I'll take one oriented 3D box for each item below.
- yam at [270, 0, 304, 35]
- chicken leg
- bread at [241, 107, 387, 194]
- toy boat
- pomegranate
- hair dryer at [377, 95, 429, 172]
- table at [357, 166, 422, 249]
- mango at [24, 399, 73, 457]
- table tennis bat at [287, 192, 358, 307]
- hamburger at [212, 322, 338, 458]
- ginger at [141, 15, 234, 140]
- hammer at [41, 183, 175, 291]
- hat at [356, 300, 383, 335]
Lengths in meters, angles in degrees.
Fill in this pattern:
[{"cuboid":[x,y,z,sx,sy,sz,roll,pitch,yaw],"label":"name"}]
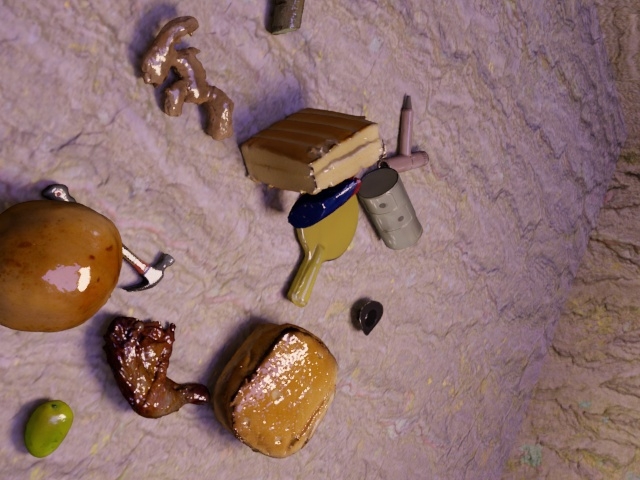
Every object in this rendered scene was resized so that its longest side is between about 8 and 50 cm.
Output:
[{"cuboid":[-0.070,-0.528,1.206,0.070,0.070,0.146,4,99,-47],"label":"yam"},{"cuboid":[-0.340,0.273,1.125,0.177,0.083,0.322,-50,130,-45],"label":"chicken leg"},{"cuboid":[-0.017,-0.201,1.215,0.239,0.246,0.110,-37,129,-34],"label":"bread"},{"cuboid":[0.050,-0.139,1.286,0.318,0.219,0.072,-43,105,-21],"label":"toy boat"},{"cuboid":[-0.431,0.041,0.861,0.233,0.233,0.232,-14,110,-44],"label":"pomegranate"},{"cuboid":[0.244,-0.312,1.603,0.195,0.054,0.220,-21,114,-41],"label":"hair dryer"},{"cuboid":[0.201,-0.089,1.562,0.126,0.127,0.220,-53,134,-23],"label":"table"},{"cuboid":[-0.496,0.343,0.986,0.074,0.056,0.108,14,92,-42],"label":"mango"},{"cuboid":[0.000,0.000,1.431,0.224,0.054,0.368,32,73,-43],"label":"table tennis bat"},{"cuboid":[-0.104,0.352,1.315,0.304,0.174,0.284,-53,131,-23],"label":"hamburger"},{"cuboid":[-0.261,-0.298,1.074,0.149,0.065,0.258,-36,131,-20],"label":"ginger"},{"cuboid":[-0.398,-0.005,1.020,0.111,0.033,0.287,-56,133,-22],"label":"hammer"},{"cuboid":[0.138,0.228,1.630,0.121,0.051,0.121,-19,116,-47],"label":"hat"}]
